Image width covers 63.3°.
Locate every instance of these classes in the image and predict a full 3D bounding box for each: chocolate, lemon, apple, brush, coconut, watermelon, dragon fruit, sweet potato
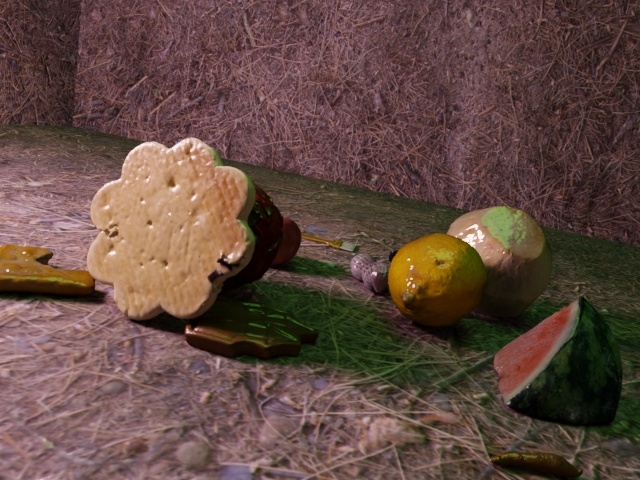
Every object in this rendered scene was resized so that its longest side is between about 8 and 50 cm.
[{"bbox_3d":[0.122,0.078,1.221,0.072,0.072,0.167,6,12,-22],"label":"chocolate"},{"bbox_3d":[0.236,0.079,1.049,0.188,0.188,0.257,20,20,34],"label":"lemon"},{"bbox_3d":[-0.121,-0.004,1.258,0.153,0.120,0.153,13,8,-2],"label":"apple"},{"bbox_3d":[0.000,0.000,1.579,0.218,0.010,0.082,12,14,10],"label":"brush"},{"bbox_3d":[0.405,0.053,1.220,0.259,0.259,0.259,11,13,-2],"label":"coconut"},{"bbox_3d":[0.358,0.179,0.825,0.202,0.207,0.136,2,-23,40],"label":"watermelon"},{"bbox_3d":[-0.213,-0.019,0.988,0.299,0.244,0.244,-2,8,20],"label":"dragon fruit"},{"bbox_3d":[0.260,0.269,0.632,0.115,0.026,0.026,8,13,0],"label":"sweet potato"}]

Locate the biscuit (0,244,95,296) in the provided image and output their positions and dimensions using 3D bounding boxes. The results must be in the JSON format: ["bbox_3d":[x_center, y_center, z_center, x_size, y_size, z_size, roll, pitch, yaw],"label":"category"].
[{"bbox_3d":[-0.485,0.050,0.905,0.174,0.039,0.183,4,16,-24],"label":"biscuit"}]

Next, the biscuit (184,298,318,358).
[{"bbox_3d":[-0.108,0.138,0.850,0.215,0.034,0.182,8,14,-12],"label":"biscuit"}]

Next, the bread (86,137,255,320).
[{"bbox_3d":[-0.242,-0.018,0.837,0.316,0.316,0.054,16,-3,21],"label":"bread"}]

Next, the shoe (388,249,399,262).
[{"bbox_3d":[0.261,0.068,1.408,0.159,0.062,0.053,14,26,11],"label":"shoe"}]
